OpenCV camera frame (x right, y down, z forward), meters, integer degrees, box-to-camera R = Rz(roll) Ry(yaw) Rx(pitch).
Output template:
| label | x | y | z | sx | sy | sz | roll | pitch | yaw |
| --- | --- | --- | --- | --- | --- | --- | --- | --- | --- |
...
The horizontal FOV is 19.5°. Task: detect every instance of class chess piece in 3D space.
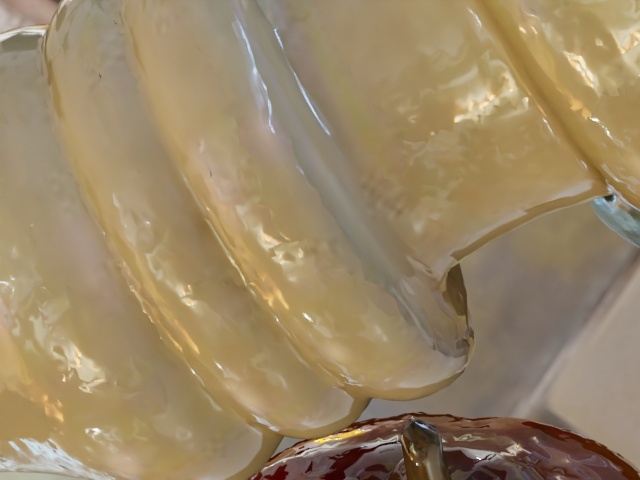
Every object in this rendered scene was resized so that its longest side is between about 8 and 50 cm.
| label | x | y | z | sx | sy | sz | roll | pitch | yaw |
| --- | --- | --- | --- | --- | --- | --- | --- | --- | --- |
| chess piece | -0.006 | -0.014 | 0.415 | 0.307 | 0.139 | 0.124 | -31 | 15 | 16 |

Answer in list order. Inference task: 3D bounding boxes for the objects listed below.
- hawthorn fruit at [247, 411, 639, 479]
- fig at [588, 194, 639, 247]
| label | x | y | z | sx | sy | sz | roll | pitch | yaw |
| --- | --- | --- | --- | --- | --- | --- | --- | --- | --- |
| hawthorn fruit | 0.050 | 0.154 | 0.634 | 0.215 | 0.215 | 0.249 | -57 | -33 | -53 |
| fig | 0.254 | -0.073 | 0.981 | 0.206 | 0.206 | 0.275 | -56 | 23 | -4 |
